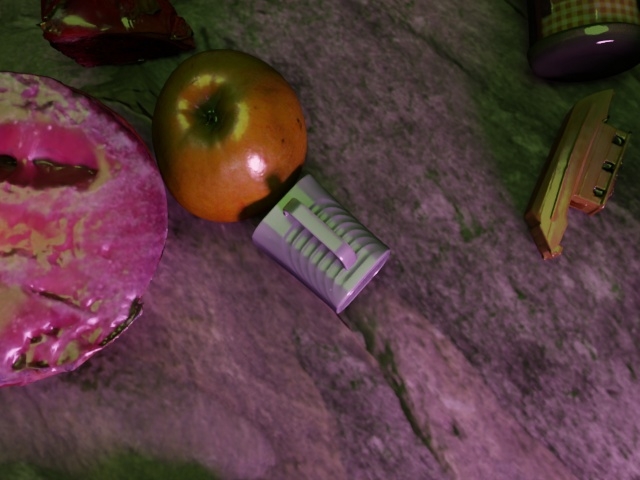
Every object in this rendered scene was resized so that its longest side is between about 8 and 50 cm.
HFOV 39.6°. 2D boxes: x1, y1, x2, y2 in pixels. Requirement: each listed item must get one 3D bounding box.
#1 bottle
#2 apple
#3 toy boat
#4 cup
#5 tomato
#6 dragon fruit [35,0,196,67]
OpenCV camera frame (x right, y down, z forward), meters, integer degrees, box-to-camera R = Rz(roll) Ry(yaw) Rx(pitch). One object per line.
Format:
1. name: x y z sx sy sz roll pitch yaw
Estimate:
1. bottle: 0.288 -0.324 0.990 0.156 0.143 0.271 -13 76 43
2. apple: -0.101 -0.116 0.964 0.182 0.155 0.182 -1 76 6
3. toy boat: 0.288 -0.071 0.986 0.077 0.057 0.200 25 80 2
4. cup: 0.000 0.000 0.950 0.129 0.128 0.095 40 81 8
5. tomato: -0.323 0.002 0.950 0.290 0.176 0.334 17 83 -14
6. dragon fruit: -0.233 -0.275 1.029 0.161 0.127 0.120 -4 85 3
